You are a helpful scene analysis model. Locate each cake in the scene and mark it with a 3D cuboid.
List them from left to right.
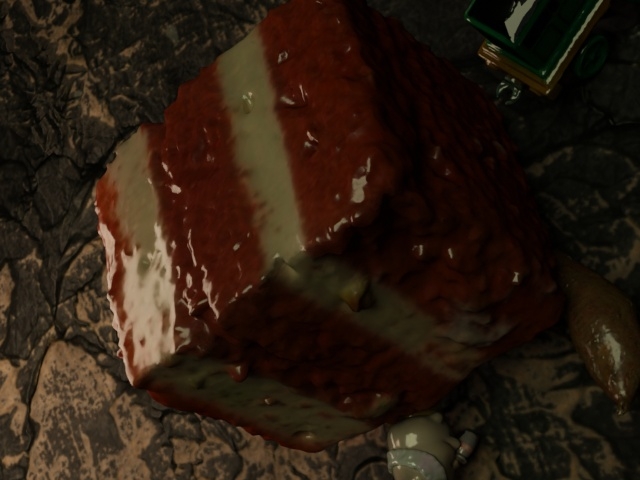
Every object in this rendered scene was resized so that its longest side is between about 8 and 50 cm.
[{"bbox_3d":[0.000,0.000,1.108,0.319,0.269,0.270,-37,45,25],"label":"cake"}]

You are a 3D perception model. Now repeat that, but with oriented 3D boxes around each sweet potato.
[{"bbox_3d":[0.228,0.053,1.097,0.068,0.068,0.226,-43,45,19],"label":"sweet potato"}]

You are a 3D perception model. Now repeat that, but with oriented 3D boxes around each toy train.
[{"bbox_3d":[0.211,-0.223,1.128,0.091,0.136,0.227,39,103,34],"label":"toy train"}]

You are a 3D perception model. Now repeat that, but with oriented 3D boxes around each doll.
[{"bbox_3d":[0.101,0.191,1.145,0.084,0.073,0.127,-9,65,3],"label":"doll"}]
